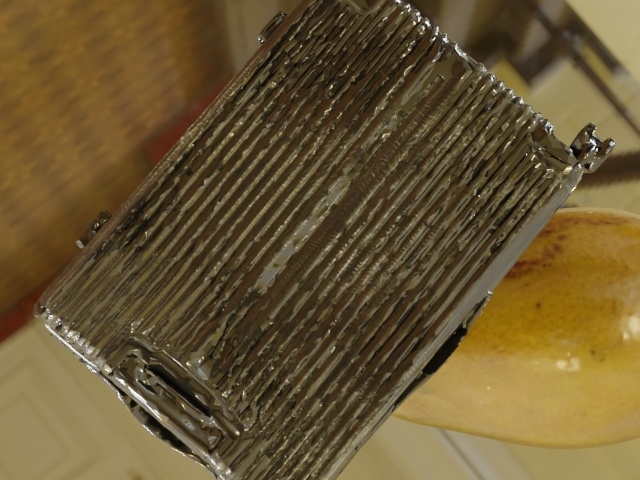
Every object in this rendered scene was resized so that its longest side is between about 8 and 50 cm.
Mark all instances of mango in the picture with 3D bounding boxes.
[{"bbox_3d":[0.205,0.088,1.587,0.378,0.221,0.264,-6,-150,0],"label":"mango"}]

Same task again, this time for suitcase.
[{"bbox_3d":[0.000,0.000,1.078,0.335,0.229,0.152,-50,177,-5],"label":"suitcase"}]
